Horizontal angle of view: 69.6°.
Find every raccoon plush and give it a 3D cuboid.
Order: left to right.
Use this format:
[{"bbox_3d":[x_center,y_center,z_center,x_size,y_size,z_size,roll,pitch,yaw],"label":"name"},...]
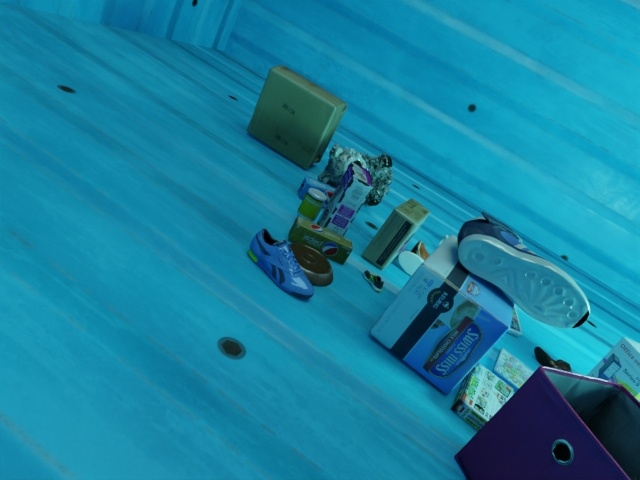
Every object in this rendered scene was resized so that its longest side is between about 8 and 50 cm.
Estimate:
[{"bbox_3d":[0.077,-0.268,1.856,0.299,0.216,0.446,13,-1,-28],"label":"raccoon plush"}]

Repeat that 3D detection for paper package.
[{"bbox_3d":[-0.103,-0.512,1.925,0.325,0.309,0.168,32,28,6],"label":"paper package"}]

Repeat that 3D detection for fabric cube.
[{"bbox_3d":[0.441,0.407,0.777,0.259,0.258,0.254,18,27,-25],"label":"fabric cube"}]

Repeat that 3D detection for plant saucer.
[{"bbox_3d":[-0.035,0.057,1.221,0.168,0.029,0.168,25,24,-12],"label":"plant saucer"}]

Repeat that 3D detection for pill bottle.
[{"bbox_3d":[-0.033,-0.098,1.420,0.065,0.116,0.065,24,24,-11],"label":"pill bottle"}]

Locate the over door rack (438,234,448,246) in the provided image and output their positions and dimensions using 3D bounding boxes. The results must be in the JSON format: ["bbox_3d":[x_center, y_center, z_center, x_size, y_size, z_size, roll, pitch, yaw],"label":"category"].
[{"bbox_3d":[0.596,0.098,1.753,0.240,0.108,0.324,25,24,-8],"label":"over door rack"}]

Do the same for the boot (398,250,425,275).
[{"bbox_3d":[0.341,0.097,1.532,0.190,0.069,0.086,40,17,3],"label":"boot"}]

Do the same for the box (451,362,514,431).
[{"bbox_3d":[0.378,0.365,1.062,0.114,0.036,0.207,37,25,17],"label":"box"}]

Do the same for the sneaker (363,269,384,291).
[{"bbox_3d":[0.156,0.110,1.320,0.031,0.035,0.083,8,31,-41],"label":"sneaker"}]

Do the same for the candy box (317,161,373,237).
[{"bbox_3d":[0.069,-0.107,1.407,0.071,0.233,0.159,25,23,-10],"label":"candy box"}]

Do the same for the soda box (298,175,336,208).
[{"bbox_3d":[0.028,-0.156,1.666,0.210,0.067,0.071,20,25,-19],"label":"soda box"}]

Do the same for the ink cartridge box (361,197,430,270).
[{"bbox_3d":[0.251,-0.025,1.499,0.088,0.193,0.235,37,25,12],"label":"ink cartridge box"}]

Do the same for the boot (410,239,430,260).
[{"bbox_3d":[0.363,0.059,1.637,0.085,0.059,0.158,31,32,-4],"label":"boot"}]

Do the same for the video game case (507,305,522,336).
[{"bbox_3d":[0.572,0.210,1.536,0.201,0.023,0.183,23,44,-16],"label":"video game case"}]

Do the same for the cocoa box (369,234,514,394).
[{"bbox_3d":[0.324,0.165,1.153,0.228,0.231,0.347,39,25,14],"label":"cocoa box"}]

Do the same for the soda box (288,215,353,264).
[{"bbox_3d":[0.000,0.000,1.330,0.181,0.061,0.058,25,24,-11],"label":"soda box"}]

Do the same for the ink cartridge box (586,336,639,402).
[{"bbox_3d":[0.869,0.408,1.309,0.093,0.212,0.154,23,25,-15],"label":"ink cartridge box"}]

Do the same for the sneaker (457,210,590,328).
[{"bbox_3d":[0.482,0.052,1.111,0.323,0.130,0.236,32,28,8],"label":"sneaker"}]

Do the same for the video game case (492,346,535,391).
[{"bbox_3d":[0.539,0.366,1.268,0.119,0.015,0.166,37,25,18],"label":"video game case"}]

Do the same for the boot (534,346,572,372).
[{"bbox_3d":[0.728,0.375,1.434,0.114,0.037,0.106,4,47,-39],"label":"boot"}]

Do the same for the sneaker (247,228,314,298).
[{"bbox_3d":[-0.088,0.053,1.105,0.209,0.082,0.069,41,24,21],"label":"sneaker"}]
